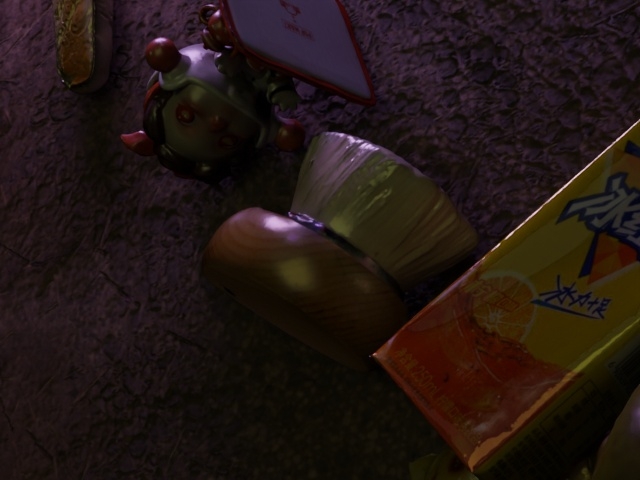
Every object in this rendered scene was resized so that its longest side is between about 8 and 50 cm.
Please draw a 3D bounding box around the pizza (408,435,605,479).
[{"bbox_3d":[0.162,0.230,1.636,0.188,0.080,0.204,-28,62,24],"label":"pizza"}]

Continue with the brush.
[{"bbox_3d":[0.000,0.000,1.775,0.266,0.174,0.166,19,71,53],"label":"brush"}]

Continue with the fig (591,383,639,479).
[{"bbox_3d":[0.351,0.221,1.415,0.326,0.258,0.258,29,92,26],"label":"fig"}]

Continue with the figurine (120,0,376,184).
[{"bbox_3d":[-0.099,-0.143,1.879,0.226,0.183,0.160,-41,47,30],"label":"figurine"}]

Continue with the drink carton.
[{"bbox_3d":[0.228,0.043,1.588,0.351,0.111,0.154,-42,56,0],"label":"drink carton"}]

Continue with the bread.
[{"bbox_3d":[-0.247,-0.254,2.070,0.073,0.053,0.214,-16,70,33],"label":"bread"}]
